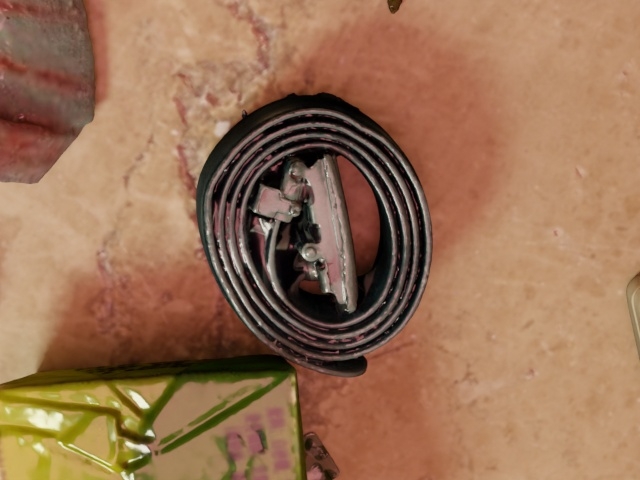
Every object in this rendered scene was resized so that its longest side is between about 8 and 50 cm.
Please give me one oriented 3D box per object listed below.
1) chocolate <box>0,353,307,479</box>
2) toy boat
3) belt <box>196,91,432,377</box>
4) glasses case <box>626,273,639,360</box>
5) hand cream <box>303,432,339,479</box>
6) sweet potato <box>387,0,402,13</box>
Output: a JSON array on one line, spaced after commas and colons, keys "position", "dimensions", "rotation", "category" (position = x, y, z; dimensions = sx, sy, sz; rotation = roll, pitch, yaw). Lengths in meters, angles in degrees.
[{"position": [-0.150, 0.256, 1.467], "dimensions": [0.289, 0.137, 0.301], "rotation": [-4, 99, 2], "category": "chocolate"}, {"position": [-0.279, -0.192, 1.362], "dimensions": [0.206, 0.096, 0.282], "rotation": [11, 101, -24], "category": "toy boat"}, {"position": [0.000, 0.000, 1.428], "dimensions": [0.206, 0.116, 0.267], "rotation": [-22, 106, -1], "category": "belt"}, {"position": [0.460, 0.063, 1.507], "dimensions": [0.313, 0.070, 0.131], "rotation": [-15, 109, 1], "category": "glasses case"}, {"position": [-0.063, 0.254, 1.558], "dimensions": [0.165, 0.037, 0.057], "rotation": [-31, 108, 0], "category": "hand cream"}, {"position": [0.027, -0.263, 1.384], "dimensions": [0.153, 0.038, 0.041], "rotation": [40, 124, -24], "category": "sweet potato"}]
